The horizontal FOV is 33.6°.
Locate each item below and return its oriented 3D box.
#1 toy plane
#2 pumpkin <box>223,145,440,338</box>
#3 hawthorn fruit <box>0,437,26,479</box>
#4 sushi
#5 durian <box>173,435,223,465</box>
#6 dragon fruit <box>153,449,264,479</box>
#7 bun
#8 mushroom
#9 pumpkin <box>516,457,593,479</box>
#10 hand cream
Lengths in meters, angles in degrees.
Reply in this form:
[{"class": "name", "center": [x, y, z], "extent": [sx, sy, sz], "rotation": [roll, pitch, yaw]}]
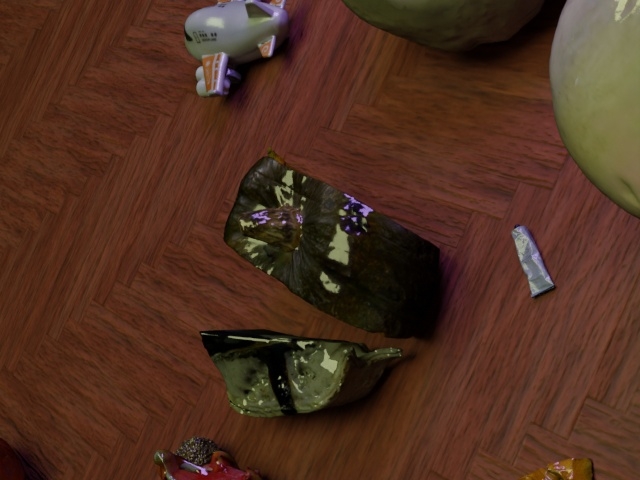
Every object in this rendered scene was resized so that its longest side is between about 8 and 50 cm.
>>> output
[{"class": "toy plane", "center": [-0.140, -0.342, 1.708], "extent": [0.245, 0.117, 0.244], "rotation": [-22, 58, 39]}, {"class": "pumpkin", "center": [0.000, 0.000, 1.300], "extent": [0.317, 0.222, 0.139], "rotation": [35, 97, 49]}, {"class": "hawthorn fruit", "center": [-0.611, 0.453, 1.726], "extent": [0.276, 0.276, 0.307], "rotation": [-13, 76, 43]}, {"class": "sushi", "center": [-0.018, 0.175, 1.333], "extent": [0.273, 0.134, 0.109], "rotation": [3, 89, 30]}, {"class": "durian", "center": [-0.164, 0.311, 1.442], "extent": [0.080, 0.080, 0.091], "rotation": [-42, 62, 26]}, {"class": "dragon fruit", "center": [-0.131, 0.337, 1.344], "extent": [0.133, 0.208, 0.150], "rotation": [-50, -3, -2]}, {"class": "bun", "center": [0.168, -0.404, 1.338], "extent": [0.360, 0.211, 0.359], "rotation": [-11, 71, 35]}, {"class": "mushroom", "center": [0.343, -0.169, 0.957], "extent": [0.315, 0.315, 0.356], "rotation": [-50, 52, 17]}, {"class": "pumpkin", "center": [0.235, 0.260, 1.059], "extent": [0.101, 0.035, 0.073], "rotation": [-32, 53, 31]}, {"class": "hand cream", "center": [0.238, 0.021, 1.195], "extent": [0.030, 0.019, 0.093], "rotation": [-34, 55, 29]}]
